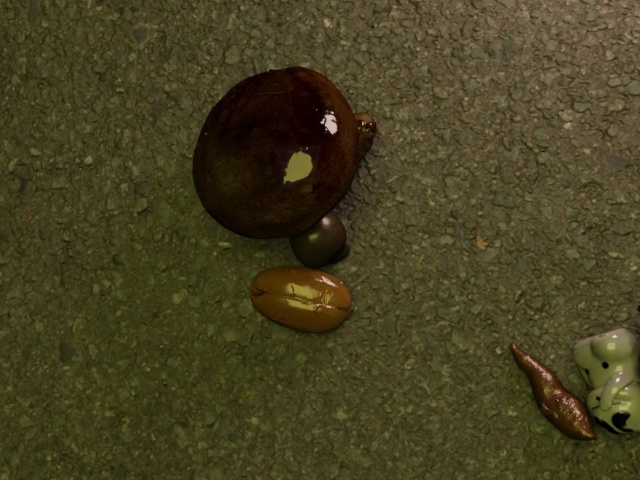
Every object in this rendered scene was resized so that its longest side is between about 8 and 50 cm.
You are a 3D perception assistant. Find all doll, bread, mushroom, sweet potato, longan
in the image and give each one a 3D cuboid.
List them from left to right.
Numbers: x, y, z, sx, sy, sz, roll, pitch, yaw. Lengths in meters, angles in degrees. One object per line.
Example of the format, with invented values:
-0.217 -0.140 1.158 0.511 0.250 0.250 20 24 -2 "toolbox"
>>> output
-0.083 -0.160 1.797 0.345 0.345 0.239 -32 110 4 "mushroom"
-0.039 0.105 1.814 0.189 0.077 0.114 11 104 8 "bread"
0.000 0.000 1.829 0.119 0.106 0.106 35 86 -26 "longan"
0.388 0.263 1.714 0.068 0.068 0.226 -39 56 1 "sweet potato"
0.481 0.232 1.673 0.110 0.107 0.181 -26 67 51 "doll"

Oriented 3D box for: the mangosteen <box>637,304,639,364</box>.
0.645 0.225 1.565 0.313 0.297 0.297 -4 73 56 "mangosteen"
